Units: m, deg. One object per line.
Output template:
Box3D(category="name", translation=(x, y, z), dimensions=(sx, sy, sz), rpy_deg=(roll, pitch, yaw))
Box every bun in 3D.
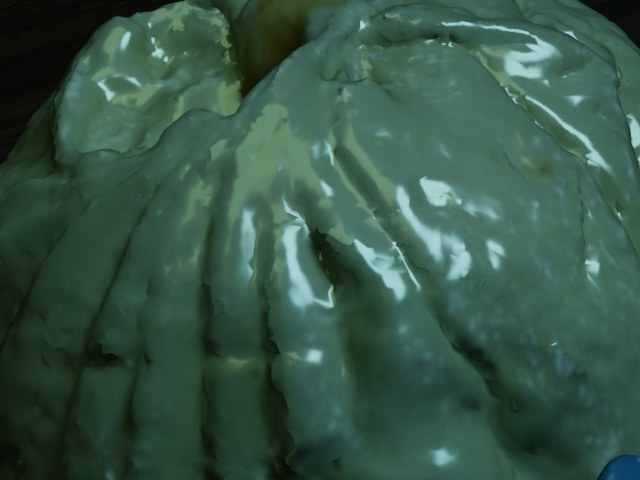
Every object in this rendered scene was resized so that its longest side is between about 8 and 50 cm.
Box3D(category="bun", translation=(0.000, 0.000, 0.764), dimensions=(0.352, 0.227, 0.349), rpy_deg=(-27, 30, -17))

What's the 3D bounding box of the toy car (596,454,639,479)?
Box3D(category="toy car", translation=(0.087, 0.165, 0.543), dimensions=(0.255, 0.189, 0.190), rpy_deg=(-18, 25, -5))
